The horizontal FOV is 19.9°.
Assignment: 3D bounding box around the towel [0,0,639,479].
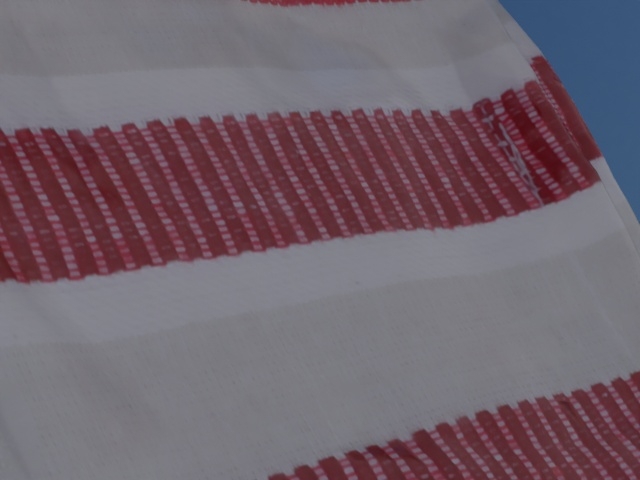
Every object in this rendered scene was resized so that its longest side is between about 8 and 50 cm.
[{"bbox_3d":[0.000,0.000,0.406,0.237,0.329,0.037,-9,-24,-49],"label":"towel"}]
